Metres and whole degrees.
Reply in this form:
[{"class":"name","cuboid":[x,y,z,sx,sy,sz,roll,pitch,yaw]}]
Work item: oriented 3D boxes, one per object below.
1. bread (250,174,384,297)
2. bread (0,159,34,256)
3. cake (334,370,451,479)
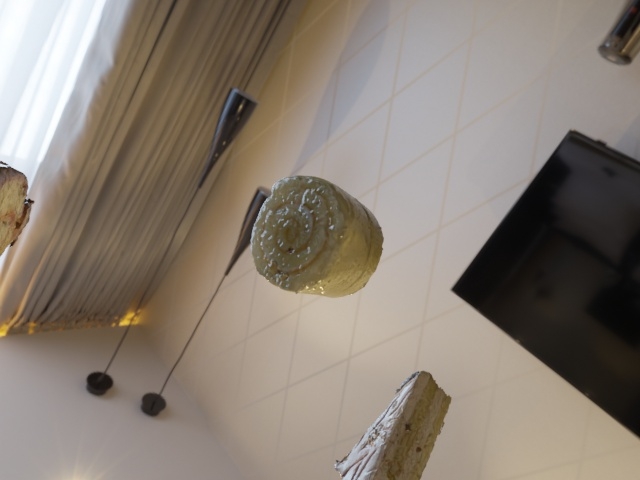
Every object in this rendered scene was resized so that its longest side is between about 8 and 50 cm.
[{"class":"bread","cuboid":[0.000,0.000,0.631,0.134,0.148,0.141,11,175,29]},{"class":"bread","cuboid":[-0.348,0.002,0.404,0.123,0.190,0.244,23,-172,-21]},{"class":"cake","cuboid":[0.072,0.175,0.404,0.052,0.121,0.065,38,-177,-12]}]
